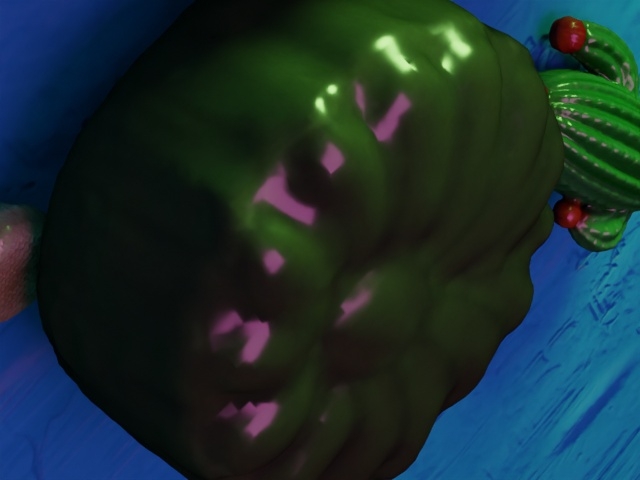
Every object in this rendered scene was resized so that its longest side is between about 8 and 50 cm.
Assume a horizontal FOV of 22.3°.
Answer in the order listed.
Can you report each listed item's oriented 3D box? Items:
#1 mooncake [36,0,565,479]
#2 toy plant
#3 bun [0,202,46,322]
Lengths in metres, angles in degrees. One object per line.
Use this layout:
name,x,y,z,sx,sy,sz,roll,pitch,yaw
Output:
mooncake,0.000,0.000,1.047,0.356,0.194,0.356,-37,141,-37
toy plant,0.210,-0.098,1.314,0.155,0.088,0.240,-56,129,-21
bun,-0.203,0.009,1.001,0.086,0.055,0.086,-36,151,-24
